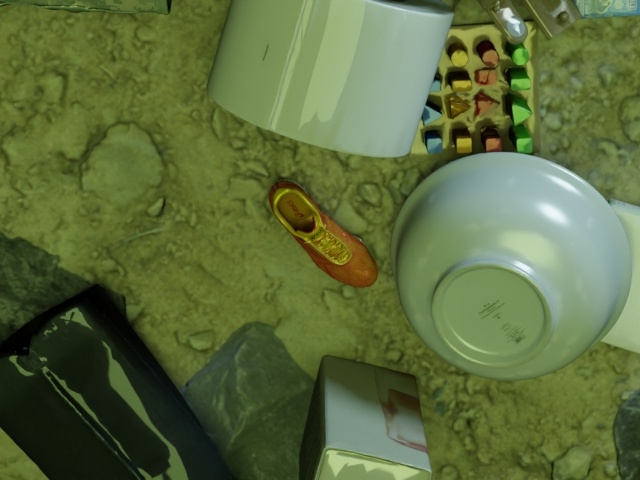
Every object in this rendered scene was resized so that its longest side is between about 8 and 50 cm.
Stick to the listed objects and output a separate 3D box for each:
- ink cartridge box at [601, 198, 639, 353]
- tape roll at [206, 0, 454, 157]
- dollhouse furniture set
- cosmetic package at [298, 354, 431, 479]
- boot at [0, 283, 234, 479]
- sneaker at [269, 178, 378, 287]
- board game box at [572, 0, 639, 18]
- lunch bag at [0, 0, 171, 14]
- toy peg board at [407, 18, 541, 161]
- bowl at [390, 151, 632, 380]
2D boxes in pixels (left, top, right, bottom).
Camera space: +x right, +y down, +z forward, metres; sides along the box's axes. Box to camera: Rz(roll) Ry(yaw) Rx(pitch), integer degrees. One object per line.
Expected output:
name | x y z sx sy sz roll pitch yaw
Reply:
ink cartridge box | 0.330 0.031 2.017 0.235 0.056 0.171 17 106 9
tape roll | 0.010 -0.212 1.839 0.246 0.246 0.169 16 107 -5
dollhouse furniture set | 0.247 -0.287 1.827 0.144 0.151 0.123 -37 95 -26
cosmetic package | 0.048 0.265 1.958 0.129 0.296 0.153 13 107 -3
boot | -0.295 0.325 2.050 0.367 0.146 0.445 -37 107 2
sneaker | 0.000 0.000 1.996 0.175 0.067 0.064 41 101 -14
board game box | 0.339 -0.307 1.929 0.090 0.020 0.090 -4 107 -1
lunch bag | -0.273 -0.392 1.819 0.235 0.169 0.287 4 103 -2
toy peg board | 0.181 -0.170 1.940 0.160 0.079 0.161 -4 107 0
bowl | 0.211 0.057 1.936 0.298 0.134 0.298 8 120 14
